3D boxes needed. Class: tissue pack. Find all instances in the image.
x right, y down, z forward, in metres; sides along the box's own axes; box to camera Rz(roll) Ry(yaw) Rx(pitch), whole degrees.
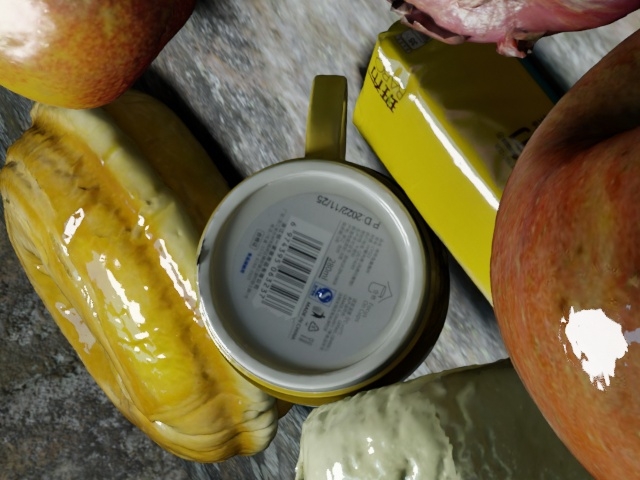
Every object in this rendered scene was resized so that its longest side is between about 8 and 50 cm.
[{"bbox_3d":[0.097,-0.051,0.947,0.169,0.082,0.120,54,161,14],"label":"tissue pack"}]

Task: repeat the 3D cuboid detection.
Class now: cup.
[{"bbox_3d":[0.000,0.000,1.085,0.226,0.185,0.241,41,-129,-86],"label":"cup"}]

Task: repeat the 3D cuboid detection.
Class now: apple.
[{"bbox_3d":[0.189,0.022,0.585,0.253,0.253,0.253,50,160,25],"label":"apple"}]

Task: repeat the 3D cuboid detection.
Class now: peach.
[{"bbox_3d":[-0.213,-0.220,1.284,0.231,0.231,0.231,50,160,25],"label":"peach"}]

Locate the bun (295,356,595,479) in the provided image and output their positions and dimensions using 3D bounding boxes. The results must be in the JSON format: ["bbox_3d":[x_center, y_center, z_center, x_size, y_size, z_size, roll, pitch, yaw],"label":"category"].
[{"bbox_3d":[0.100,0.158,1.017,0.244,0.244,0.153,116,144,-69],"label":"bun"}]

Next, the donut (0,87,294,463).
[{"bbox_3d":[-0.179,0.038,1.651,0.449,0.198,0.449,52,164,22],"label":"donut"}]

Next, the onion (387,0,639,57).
[{"bbox_3d":[0.088,-0.176,0.708,0.184,0.147,0.184,16,159,6],"label":"onion"}]
